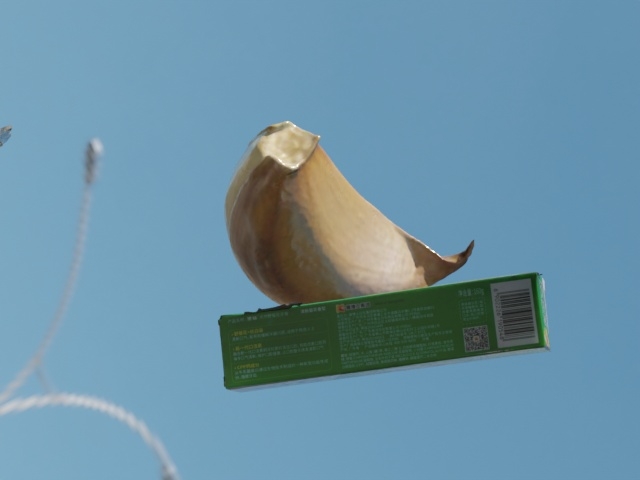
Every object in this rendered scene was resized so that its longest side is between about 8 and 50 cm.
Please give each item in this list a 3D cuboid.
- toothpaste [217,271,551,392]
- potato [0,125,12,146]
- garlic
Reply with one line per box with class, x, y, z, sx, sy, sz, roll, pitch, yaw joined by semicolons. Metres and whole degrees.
toothpaste;0.035;0.050;1.031;0.037;0.178;0.043;34;48;-76
potato;-0.452;-0.127;1.298;0.296;0.397;0.290;66;-11;-1
garlic;-0.001;-0.006;1.509;0.207;0.128;0.115;31;2;-34
